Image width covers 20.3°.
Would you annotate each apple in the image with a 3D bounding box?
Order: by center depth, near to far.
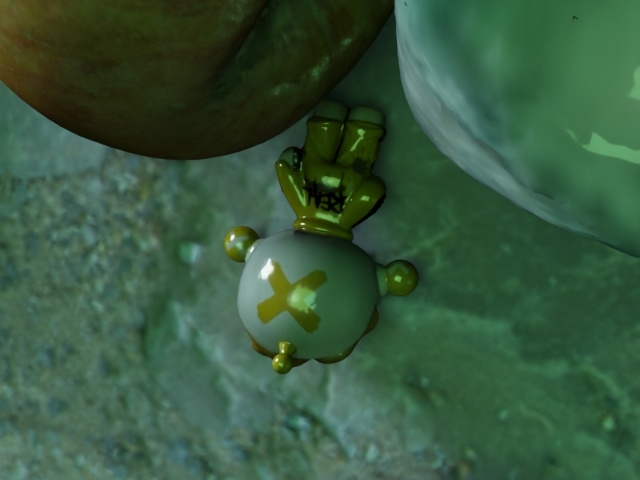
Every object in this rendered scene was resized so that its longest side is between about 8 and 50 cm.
[{"bbox_3d":[-0.065,-0.165,0.861,0.194,0.261,0.261,31,103,28],"label":"apple"}]

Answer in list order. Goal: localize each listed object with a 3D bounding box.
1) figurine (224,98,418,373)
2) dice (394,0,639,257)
[{"bbox_3d":[0.005,0.000,0.953,0.101,0.068,0.143,36,91,14],"label":"figurine"},{"bbox_3d":[0.216,-0.178,0.703,0.328,0.330,0.348,11,118,9],"label":"dice"}]
